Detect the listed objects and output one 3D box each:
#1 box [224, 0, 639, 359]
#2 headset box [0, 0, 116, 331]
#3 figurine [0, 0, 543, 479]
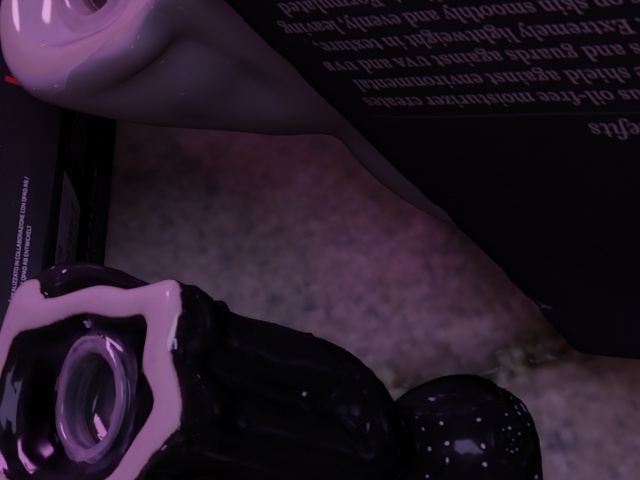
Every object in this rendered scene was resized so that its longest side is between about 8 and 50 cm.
[{"bbox_3d":[0.119,-0.156,0.429,0.183,0.294,0.296,3,60,46],"label":"box"},{"bbox_3d":[-0.228,0.005,0.521,0.293,0.110,0.218,1,67,1],"label":"headset box"},{"bbox_3d":[0.000,0.000,0.492,0.092,0.209,0.214,-20,63,39],"label":"figurine"}]
